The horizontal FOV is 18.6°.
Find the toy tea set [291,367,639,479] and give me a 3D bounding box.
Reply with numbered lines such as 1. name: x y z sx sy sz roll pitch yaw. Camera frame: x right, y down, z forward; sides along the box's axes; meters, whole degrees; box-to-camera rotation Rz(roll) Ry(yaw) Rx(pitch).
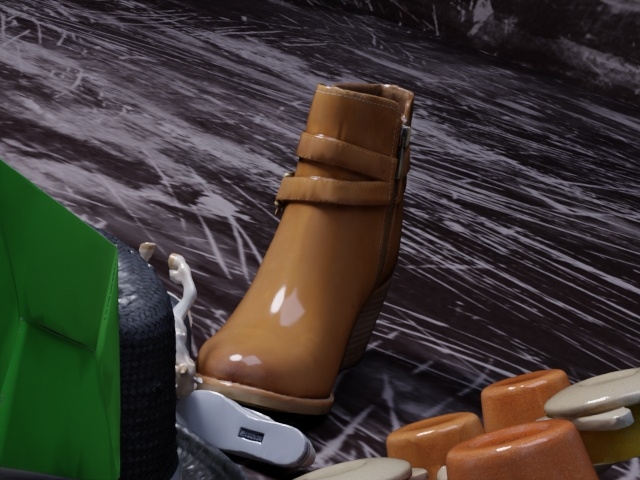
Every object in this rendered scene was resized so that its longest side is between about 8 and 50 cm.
1. toy tea set: 0.125 0.162 1.177 0.200 0.124 0.336 -14 2 33

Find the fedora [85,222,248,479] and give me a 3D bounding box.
1. fedora: -0.190 0.064 1.126 0.334 0.152 0.334 12 14 -3

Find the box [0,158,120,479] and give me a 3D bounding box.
1. box: -0.222 0.049 0.833 0.231 0.126 0.262 -1 -9 6

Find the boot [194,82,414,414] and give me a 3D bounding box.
1. boot: 0.000 0.000 1.398 0.109 0.220 0.283 18 15 20

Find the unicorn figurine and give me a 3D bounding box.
1. unicorn figurine: -0.124 0.059 1.300 0.162 0.111 0.060 -20 -28 40

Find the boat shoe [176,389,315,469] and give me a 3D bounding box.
1. boat shoe: -0.047 0.125 1.266 0.100 0.035 0.035 15 -14 25

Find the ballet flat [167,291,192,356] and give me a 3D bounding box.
1. ballet flat: -0.136 0.050 1.403 0.074 0.074 0.203 0 16 -41
